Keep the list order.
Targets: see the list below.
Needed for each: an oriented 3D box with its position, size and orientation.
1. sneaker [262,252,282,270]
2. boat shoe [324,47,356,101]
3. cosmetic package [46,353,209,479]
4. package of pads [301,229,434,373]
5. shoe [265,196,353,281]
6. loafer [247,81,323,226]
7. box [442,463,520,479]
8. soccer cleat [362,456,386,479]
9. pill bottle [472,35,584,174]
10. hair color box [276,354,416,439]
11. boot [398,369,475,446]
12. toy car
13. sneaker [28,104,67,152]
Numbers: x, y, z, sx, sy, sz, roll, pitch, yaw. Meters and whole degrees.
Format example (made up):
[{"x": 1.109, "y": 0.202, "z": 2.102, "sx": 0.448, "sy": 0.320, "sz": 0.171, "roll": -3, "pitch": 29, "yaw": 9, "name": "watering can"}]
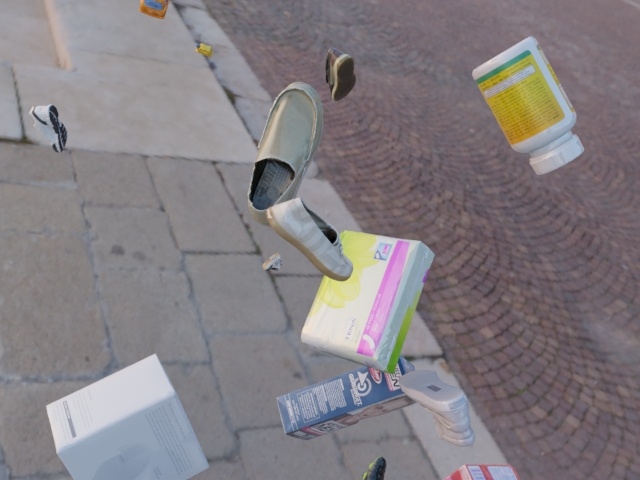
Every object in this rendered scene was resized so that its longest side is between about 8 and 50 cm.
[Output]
[{"x": -0.115, "y": 0.061, "z": 1.845, "sx": 0.032, "sy": 0.037, "sz": 0.083, "roll": -14, "pitch": 15, "yaw": 25, "name": "sneaker"}, {"x": 0.035, "y": -0.321, "z": 1.421, "sx": 0.056, "sy": 0.152, "sz": 0.049, "roll": -36, "pitch": 76, "yaw": -13, "name": "boat shoe"}, {"x": -0.363, "y": 0.375, "z": 1.413, "sx": 0.225, "sy": 0.224, "sz": 0.138, "roll": -24, "pitch": 36, "yaw": -15, "name": "cosmetic package"}, {"x": 0.101, "y": 0.130, "z": 1.682, "sx": 0.229, "sy": 0.296, "sz": 0.101, "roll": 9, "pitch": -19, "yaw": 39, "name": "package of pads"}, {"x": 0.000, "y": 0.000, "z": 1.158, "sx": 0.219, "sy": 0.058, "sz": 0.076, "roll": 40, "pitch": 18, "yaw": -48, "name": "shoe"}, {"x": -0.063, "y": -0.153, "z": 1.325, "sx": 0.102, "sy": 0.268, "sz": 0.092, "roll": 15, "pitch": 3, "yaw": 5, "name": "loafer"}, {"x": 0.318, "y": 0.564, "z": 1.310, "sx": 0.154, "sy": 0.142, "sz": 0.300, "roll": 14, "pitch": 40, "yaw": -39, "name": "box"}, {"x": 0.109, "y": 0.536, "z": 1.522, "sx": 0.072, "sy": 0.179, "sz": 0.060, "roll": 18, "pitch": -7, "yaw": 31, "name": "soccer cleat"}, {"x": 0.351, "y": -0.220, "z": 1.234, "sx": 0.208, "sy": 0.117, "sz": 0.117, "roll": 59, "pitch": 34, "yaw": -6, "name": "pill bottle"}, {"x": 0.081, "y": 0.414, "z": 1.934, "sx": 0.174, "sy": 0.347, "sz": 0.105, "roll": 44, "pitch": 26, "yaw": -63, "name": "hair color box"}, {"x": 0.258, "y": 0.378, "z": 1.661, "sx": 0.095, "sy": 0.123, "sz": 0.258, "roll": -19, "pitch": 9, "yaw": -12, "name": "boot"}, {"x": -0.175, "y": -0.291, "z": 0.939, "sx": 0.122, "sy": 0.060, "sz": 0.040, "roll": 34, "pitch": -2, "yaw": -12, "name": "toy car"}, {"x": -0.481, "y": -0.199, "z": 1.311, "sx": 0.044, "sy": 0.109, "sz": 0.040, "roll": 4, "pitch": 52, "yaw": 3, "name": "sneaker"}]
